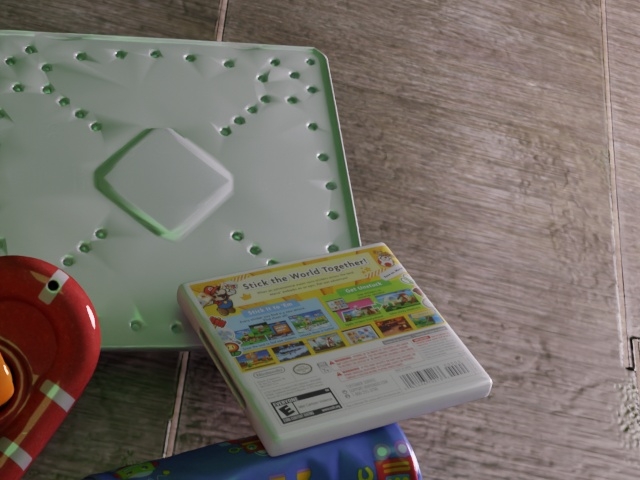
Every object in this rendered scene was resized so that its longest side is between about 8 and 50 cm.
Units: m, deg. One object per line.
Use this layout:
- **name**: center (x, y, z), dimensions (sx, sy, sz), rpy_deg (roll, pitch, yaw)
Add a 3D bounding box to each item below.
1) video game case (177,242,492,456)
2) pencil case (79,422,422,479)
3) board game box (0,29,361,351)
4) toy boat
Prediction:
- **video game case**: center (0.011, 0.092, 1.196), dimensions (0.227, 0.026, 0.206), rpy_deg (-12, 45, -27)
- **pencil case**: center (-0.057, 0.234, 1.131), dimensions (0.306, 0.119, 0.133), rpy_deg (-9, 101, -26)
- **board game box**: center (-0.162, -0.048, 1.334), dimensions (0.390, 0.050, 0.390), rpy_deg (1, 55, -15)
- **toy boat**: center (-0.281, 0.115, 1.082), dimensions (0.151, 0.151, 0.231), rpy_deg (36, 69, -6)
